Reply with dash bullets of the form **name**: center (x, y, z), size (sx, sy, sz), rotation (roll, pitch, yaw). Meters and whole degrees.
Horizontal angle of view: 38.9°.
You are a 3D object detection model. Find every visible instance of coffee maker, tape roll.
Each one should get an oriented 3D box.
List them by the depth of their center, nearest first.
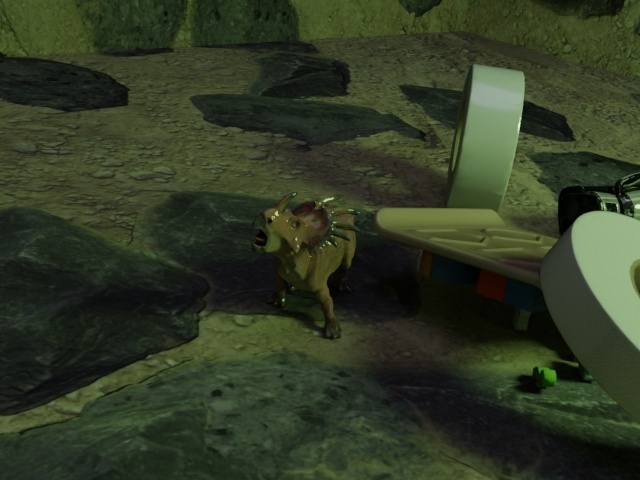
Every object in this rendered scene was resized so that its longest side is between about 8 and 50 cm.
- **tape roll**: center (0.453, 0.120, 1.129), size (0.392, 0.072, 0.392), rotation (24, 33, -17)
- **coffee maker**: center (0.539, -0.046, 1.708), size (0.178, 0.120, 0.171), rotation (-3, -20, -22)
- **tape roll**: center (0.310, -0.192, 1.733), size (0.100, 0.286, 0.286), rotation (9, 23, 5)

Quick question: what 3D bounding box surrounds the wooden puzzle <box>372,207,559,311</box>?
- **wooden puzzle**: center (0.295, 0.036, 1.359), size (0.322, 0.080, 0.348), rotation (-2, 19, -43)

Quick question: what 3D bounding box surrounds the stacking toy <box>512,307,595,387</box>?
- **stacking toy**: center (0.367, 0.146, 1.254), size (0.167, 0.052, 0.221), rotation (8, 23, -1)

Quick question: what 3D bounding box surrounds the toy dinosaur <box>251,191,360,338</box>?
- **toy dinosaur**: center (0.000, 0.000, 1.282), size (0.127, 0.200, 0.296), rotation (12, 23, 10)
